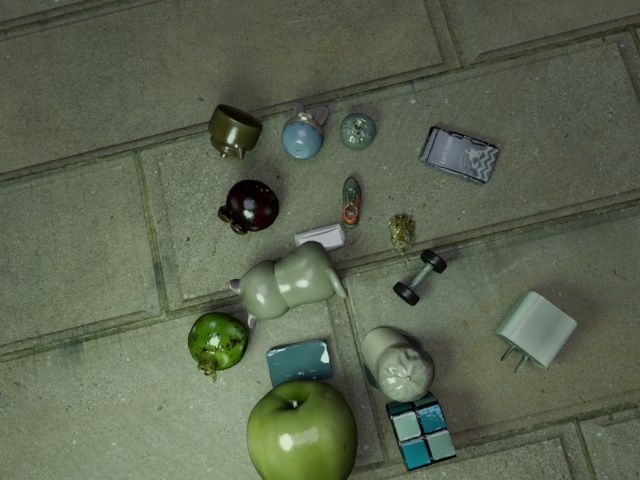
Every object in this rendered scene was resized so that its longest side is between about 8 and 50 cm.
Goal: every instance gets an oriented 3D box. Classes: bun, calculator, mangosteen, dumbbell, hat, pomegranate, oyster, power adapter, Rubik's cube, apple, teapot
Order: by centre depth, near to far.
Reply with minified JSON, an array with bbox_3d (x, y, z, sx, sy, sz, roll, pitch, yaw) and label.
[{"bbox_3d":[-0.050,0.621,1.369,0.356,0.357,0.358,0,81,3],"label":"apple"},{"bbox_3d":[0.322,0.615,1.428,0.167,0.180,0.184,-19,82,1],"label":"Rubik's cube"},{"bbox_3d":[0.251,0.405,1.468,0.231,0.161,0.275,-36,49,-6],"label":"hat"},{"bbox_3d":[-0.356,0.358,1.478,0.210,0.263,0.211,6,123,9],"label":"pomegranate"},{"bbox_3d":[0.711,0.325,1.483,0.187,0.124,0.255,38,84,9],"label":"power adapter"},{"bbox_3d":[0.351,0.131,1.544,0.100,0.100,0.191,41,85,8],"label":"dumbbell"},{"bbox_3d":[-0.250,-0.118,1.575,0.209,0.210,0.210,0,81,3],"label":"mangosteen"},{"bbox_3d":[0.296,-0.029,1.608,0.121,0.045,0.146,35,84,22],"label":"oyster"},{"bbox_3d":[-0.338,-0.396,1.637,0.268,0.185,0.176,50,119,38],"label":"teapot"},{"bbox_3d":[0.521,-0.321,1.646,0.273,0.028,0.166,22,86,8],"label":"calculator"},{"bbox_3d":[0.142,-0.418,1.652,0.140,0.083,0.141,0,82,0],"label":"bun"}]

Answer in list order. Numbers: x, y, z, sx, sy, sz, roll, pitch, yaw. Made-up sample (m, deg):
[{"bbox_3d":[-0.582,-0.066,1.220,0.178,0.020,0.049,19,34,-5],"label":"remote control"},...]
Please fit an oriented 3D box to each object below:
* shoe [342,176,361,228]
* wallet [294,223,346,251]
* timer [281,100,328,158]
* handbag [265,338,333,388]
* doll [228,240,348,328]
[{"bbox_3d":[0.115,-0.145,1.611,0.074,0.077,0.195,2,81,4],"label":"shoe"},{"bbox_3d":[0.000,0.000,1.617,0.189,0.033,0.095,-13,82,1],"label":"wallet"},{"bbox_3d":[-0.055,-0.430,1.626,0.175,0.175,0.256,12,81,5],"label":"timer"},{"bbox_3d":[-0.075,0.436,1.542,0.220,0.057,0.144,-10,85,1],"label":"handbag"},{"bbox_3d":[-0.100,0.142,1.516,0.369,0.226,0.215,-17,111,10],"label":"doll"}]
